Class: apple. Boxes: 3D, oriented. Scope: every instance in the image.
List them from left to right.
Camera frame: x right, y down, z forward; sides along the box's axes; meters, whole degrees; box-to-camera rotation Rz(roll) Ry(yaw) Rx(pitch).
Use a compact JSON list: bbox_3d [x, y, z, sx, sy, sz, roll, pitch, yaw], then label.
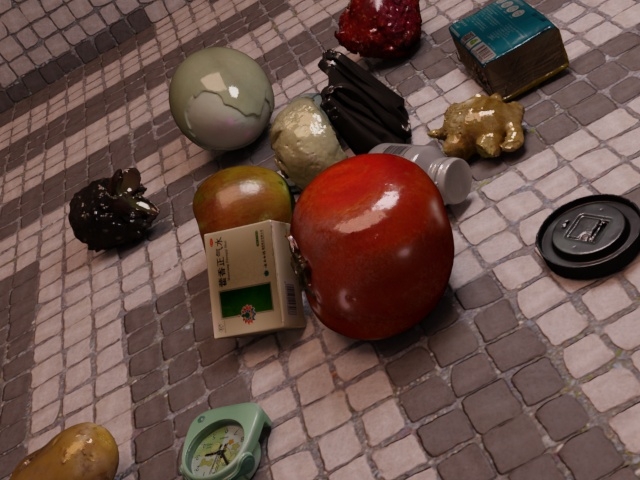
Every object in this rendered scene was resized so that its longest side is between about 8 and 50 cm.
[{"bbox_3d":[-0.158,-0.045,1.966,0.226,0.246,0.246,-16,33,-5],"label":"apple"}]

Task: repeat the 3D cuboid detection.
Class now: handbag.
[{"bbox_3d":[0.095,-0.306,2.051,0.113,0.257,0.285,-35,30,28],"label":"handbag"}]

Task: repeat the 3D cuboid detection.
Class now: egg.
[{"bbox_3d":[-0.263,-0.374,2.405,0.278,0.278,0.336,-33,30,-2],"label":"egg"}]

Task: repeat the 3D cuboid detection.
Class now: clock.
[{"bbox_3d":[-0.170,0.372,1.540,0.148,0.060,0.188,-13,37,25],"label":"clock"},{"bbox_3d":[0.468,-0.006,1.546,0.184,0.040,0.184,-20,35,15],"label":"clock"}]

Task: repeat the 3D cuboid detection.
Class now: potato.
[{"bbox_3d":[-0.472,0.429,1.637,0.234,0.146,0.150,-34,-12,20],"label":"potato"}]

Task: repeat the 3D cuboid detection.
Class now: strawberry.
[{"bbox_3d":[0.175,-0.594,2.420,0.274,0.220,0.274,-45,-2,-2],"label":"strawberry"}]

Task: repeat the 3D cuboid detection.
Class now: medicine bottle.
[{"bbox_3d":[0.199,-0.129,1.838,0.215,0.135,0.135,11,52,46],"label":"medicine bottle"}]

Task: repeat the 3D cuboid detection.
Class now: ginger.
[{"bbox_3d":[0.332,-0.237,1.907,0.216,0.102,0.157,-4,68,28],"label":"ginger"}]

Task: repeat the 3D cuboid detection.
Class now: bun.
[{"bbox_3d":[-0.022,-0.187,1.985,0.152,0.259,0.259,-29,33,2],"label":"bun"}]

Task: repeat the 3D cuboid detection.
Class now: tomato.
[{"bbox_3d":[0.089,0.006,1.627,0.290,0.293,0.325,-18,27,-6],"label":"tomato"}]

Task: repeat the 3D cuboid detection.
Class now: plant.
[{"bbox_3d":[-0.530,-0.086,2.319,0.234,0.204,0.178,-31,41,20],"label":"plant"}]

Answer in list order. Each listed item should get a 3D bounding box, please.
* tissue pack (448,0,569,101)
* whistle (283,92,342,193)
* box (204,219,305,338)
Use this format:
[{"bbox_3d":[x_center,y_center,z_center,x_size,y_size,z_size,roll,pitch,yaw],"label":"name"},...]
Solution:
[{"bbox_3d":[0.432,-0.447,2.072,0.192,0.134,0.271,-26,33,6],"label":"tissue pack"},{"bbox_3d":[-0.030,-0.264,2.182,0.163,0.163,0.290,-6,40,34],"label":"whistle"},{"bbox_3d":[-0.132,0.079,1.764,0.168,0.095,0.212,-13,79,29],"label":"box"}]
